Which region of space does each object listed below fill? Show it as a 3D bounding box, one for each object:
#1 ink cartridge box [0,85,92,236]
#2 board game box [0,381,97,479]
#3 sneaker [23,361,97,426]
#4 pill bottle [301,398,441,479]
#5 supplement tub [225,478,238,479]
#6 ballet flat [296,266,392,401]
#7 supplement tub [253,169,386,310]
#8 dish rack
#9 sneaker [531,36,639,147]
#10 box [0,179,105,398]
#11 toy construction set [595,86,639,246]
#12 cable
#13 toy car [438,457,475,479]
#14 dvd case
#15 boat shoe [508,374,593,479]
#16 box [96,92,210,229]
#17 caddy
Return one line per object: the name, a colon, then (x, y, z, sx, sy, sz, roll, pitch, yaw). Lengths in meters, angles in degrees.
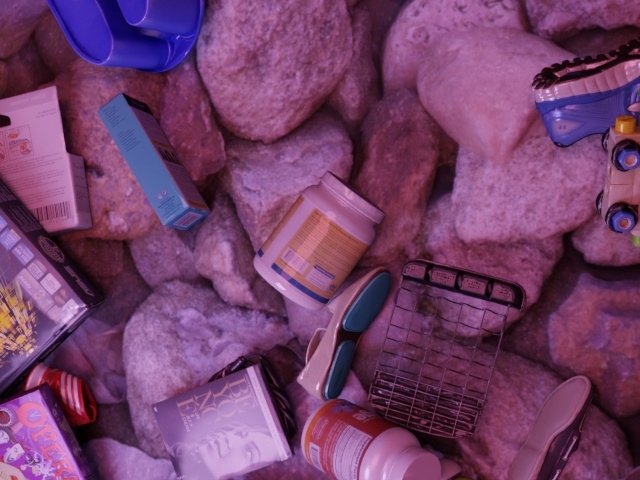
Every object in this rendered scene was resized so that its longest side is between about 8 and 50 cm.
ink cartridge box: (-0.581, -0.122, 2.049, 0.296, 0.066, 0.261, -11, 83, 15)
board game box: (-0.489, 0.436, 1.925, 0.208, 0.056, 0.346, -24, 98, 10)
sneaker: (-0.472, 0.336, 1.968, 0.128, 0.087, 0.221, 17, 106, 5)
pill bottle: (0.080, 0.336, 1.742, 0.216, 0.121, 0.121, 19, 91, 46)
supplement tub: (-0.109, 0.464, 1.794, 0.190, 0.117, 0.117, 23, 92, 54)
ballet flat: (0.032, 0.145, 1.843, 0.086, 0.086, 0.248, 27, 94, 17)
supplement tub: (0.000, 0.000, 1.826, 0.144, 0.144, 0.199, 39, 97, 16)
dish rack: (0.196, 0.173, 1.783, 0.208, 0.074, 0.271, 14, 86, 18)
sneaker: (0.496, -0.227, 1.724, 0.330, 0.130, 0.147, -15, 116, 3)
box: (-0.626, 0.068, 1.982, 0.318, 0.097, 0.395, -41, 88, 12)
toy construction set: (0.528, -0.097, 1.641, 0.215, 0.151, 0.327, -2, 103, -1)
cable: (-0.120, 0.293, 1.886, 0.151, 0.047, 0.184, -34, 77, 11)
toy car: (0.177, 0.440, 1.737, 0.182, 0.136, 0.159, -33, 77, 11)
dvd case: (-0.167, 0.320, 1.876, 0.221, 0.018, 0.164, -23, 85, 20)
boat shoe: (0.372, 0.308, 1.744, 0.065, 0.075, 0.206, 32, 89, -26)
box: (-0.291, -0.137, 1.948, 0.060, 0.100, 0.244, -35, 76, 11)
caddy: (-0.343, -0.456, 1.958, 0.241, 0.179, 0.341, -38, 75, 35)
